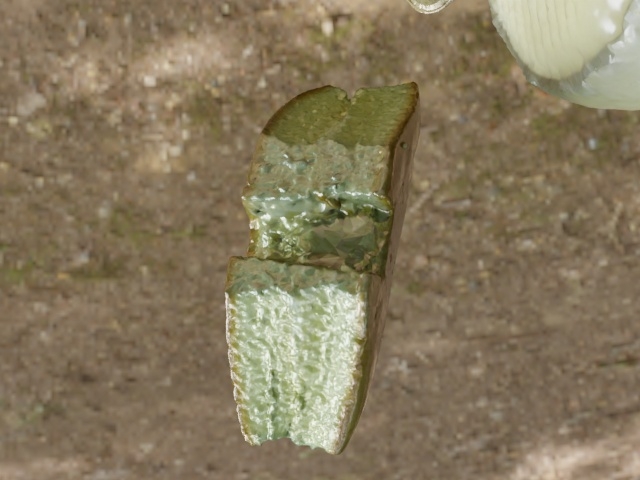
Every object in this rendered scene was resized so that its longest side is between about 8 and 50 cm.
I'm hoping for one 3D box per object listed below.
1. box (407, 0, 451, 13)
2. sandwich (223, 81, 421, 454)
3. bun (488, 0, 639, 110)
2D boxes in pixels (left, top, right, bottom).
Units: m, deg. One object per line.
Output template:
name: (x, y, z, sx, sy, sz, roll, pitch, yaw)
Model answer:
box: (0.131, -0.327, 1.380, 0.111, 0.111, 0.177, 21, 119, -37)
sandwich: (0.000, 0.000, 0.784, 0.090, 0.244, 0.088, 7, 163, 12)
bun: (0.201, -0.226, 0.839, 0.146, 0.287, 0.287, -3, 151, -15)
